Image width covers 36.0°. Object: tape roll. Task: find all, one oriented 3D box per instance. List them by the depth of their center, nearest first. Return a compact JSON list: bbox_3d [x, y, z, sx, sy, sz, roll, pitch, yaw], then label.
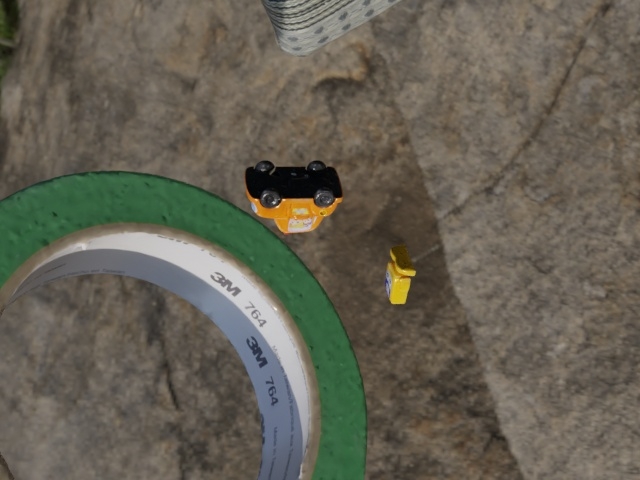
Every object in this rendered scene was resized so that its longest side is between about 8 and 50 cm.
[{"bbox_3d":[-0.120,0.110,0.662,0.077,0.321,0.321,-40,50,49],"label":"tape roll"}]

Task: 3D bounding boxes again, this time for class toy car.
[{"bbox_3d":[0.000,0.000,0.559,0.122,0.060,0.041,54,147,42],"label":"toy car"}]

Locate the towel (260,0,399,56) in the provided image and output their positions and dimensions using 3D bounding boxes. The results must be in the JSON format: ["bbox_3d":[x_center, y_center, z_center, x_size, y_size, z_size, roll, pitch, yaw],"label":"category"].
[{"bbox_3d":[0.091,-0.242,0.498,0.324,0.312,0.056,-30,76,0],"label":"towel"}]
